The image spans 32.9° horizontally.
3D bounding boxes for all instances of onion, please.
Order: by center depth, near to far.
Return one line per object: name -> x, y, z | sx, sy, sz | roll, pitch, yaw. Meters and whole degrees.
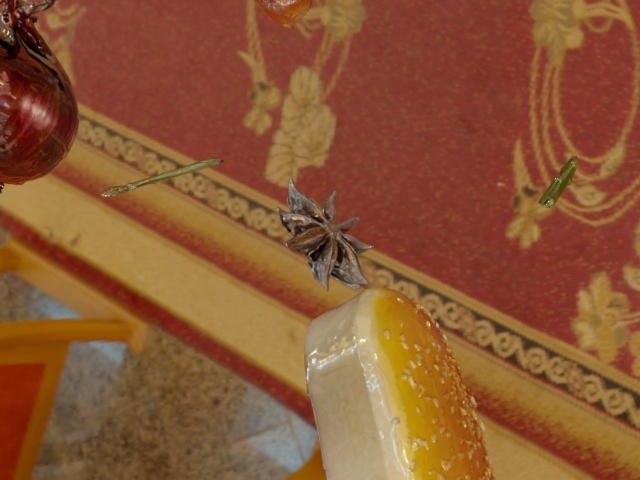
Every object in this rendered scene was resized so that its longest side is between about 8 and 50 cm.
onion -> -0.397, -0.204, 1.278 | 0.273, 0.273, 0.285 | 37, 97, 31

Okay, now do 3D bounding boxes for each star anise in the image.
star anise -> 0.000, 0.000, 1.733 | 0.204, 0.180, 0.061 | 42, 128, -9

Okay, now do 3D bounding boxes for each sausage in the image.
sausage -> -0.114, -0.453, 1.633 | 0.083, 0.089, 0.300 | -34, 89, 1

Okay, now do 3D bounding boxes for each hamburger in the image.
hamburger -> 0.082, 0.190, 1.076 | 0.151, 0.227, 0.295 | -14, 71, 13

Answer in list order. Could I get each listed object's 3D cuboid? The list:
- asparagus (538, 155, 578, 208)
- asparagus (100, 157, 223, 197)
asparagus -> 0.362, -0.086, 1.639 | 0.025, 0.021, 0.108 | 30, 66, 19
asparagus -> -0.205, -0.082, 1.405 | 0.016, 0.166, 0.013 | 130, 121, -72
